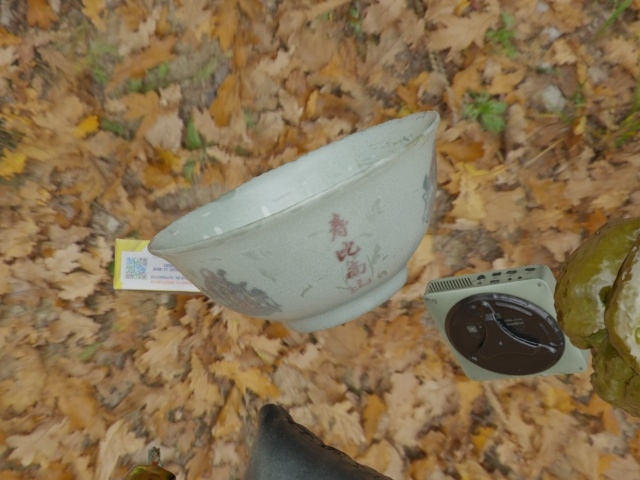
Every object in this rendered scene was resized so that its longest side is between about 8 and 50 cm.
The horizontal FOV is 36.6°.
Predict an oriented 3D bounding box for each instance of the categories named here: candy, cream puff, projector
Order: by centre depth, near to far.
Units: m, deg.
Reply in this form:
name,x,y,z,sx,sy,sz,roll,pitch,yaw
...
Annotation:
name,x,y,z,sx,sy,sz,roll,pitch,yaw
cream puff,0.310,0.051,0.753,0.244,0.244,0.196,-38,92,-6
candy,-0.150,0.220,0.827,0.046,0.182,0.053,16,94,0
projector,0.360,0.172,1.887,0.259,0.257,0.079,58,38,-30

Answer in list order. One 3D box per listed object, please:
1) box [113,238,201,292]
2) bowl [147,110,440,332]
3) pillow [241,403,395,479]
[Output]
name,x,y,z,sx,sy,sz,roll,pitch,yaw
box,-0.244,0.054,1.850,0.265,0.168,0.097,2,84,4
bowl,0.000,0.000,1.324,0.435,0.435,0.196,-26,102,-6
pillow,-0.007,0.251,0.613,0.186,0.106,0.250,21,89,35
